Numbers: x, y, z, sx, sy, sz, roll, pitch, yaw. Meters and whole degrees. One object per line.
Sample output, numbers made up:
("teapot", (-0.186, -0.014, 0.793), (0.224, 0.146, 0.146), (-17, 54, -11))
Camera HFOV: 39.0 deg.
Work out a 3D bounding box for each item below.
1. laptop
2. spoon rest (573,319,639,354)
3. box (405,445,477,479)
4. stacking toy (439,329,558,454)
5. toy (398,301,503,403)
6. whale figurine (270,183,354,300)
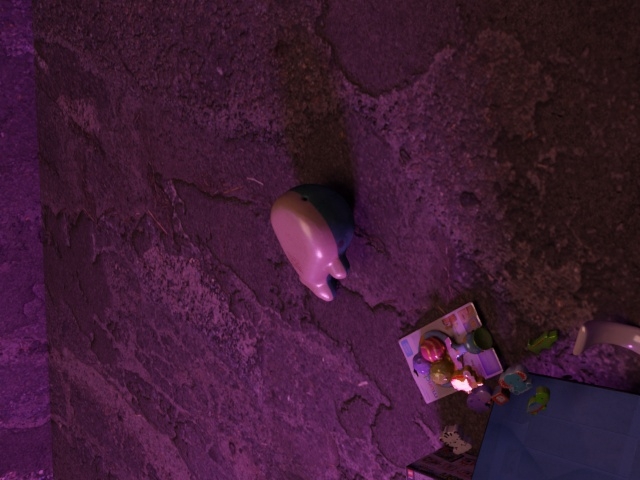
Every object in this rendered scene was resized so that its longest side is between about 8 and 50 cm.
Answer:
("laptop", (0.264, 0.386, 1.365), (0.382, 0.408, 0.236), (-1, 103, 63))
("spoon rest", (0.518, 0.187, 1.326), (0.276, 0.084, 0.137), (26, 123, 27))
("box", (0.269, 0.438, 1.660), (0.207, 0.114, 0.036), (8, 108, 49))
("stacking toy", (0.294, 0.243, 1.495), (0.052, 0.167, 0.221), (43, 125, -13))
("toy", (0.224, 0.219, 1.686), (0.237, 0.056, 0.137), (-37, 72, 49))
("whale figurine", (0.000, 0.000, 1.848), (0.216, 0.141, 0.272), (38, 153, 36))
